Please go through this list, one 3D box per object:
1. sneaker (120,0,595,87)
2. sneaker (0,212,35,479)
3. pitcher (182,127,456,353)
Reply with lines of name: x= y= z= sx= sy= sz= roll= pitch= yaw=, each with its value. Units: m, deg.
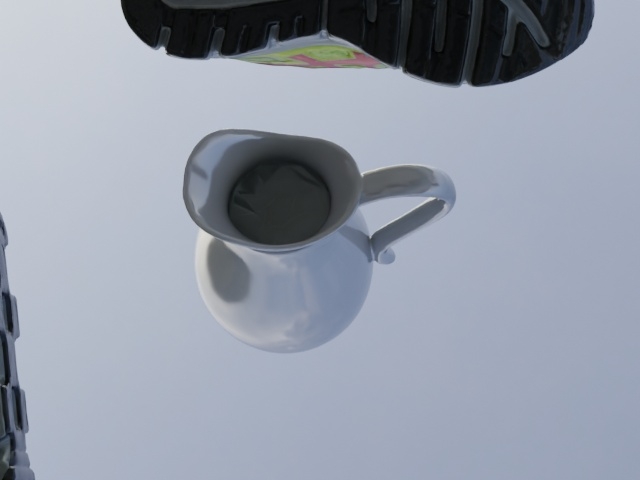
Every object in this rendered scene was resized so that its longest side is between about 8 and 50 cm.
sneaker: x=0.020 y=-0.114 z=0.849 sx=0.208 sy=0.094 sz=0.081 roll=6 pitch=-85 yaw=8
sneaker: x=-0.237 y=0.150 z=1.072 sx=0.146 sy=0.122 sz=0.330 roll=-8 pitch=-103 yaw=-3
pitcher: x=0.000 y=0.000 z=1.274 sx=0.177 sy=0.207 sz=0.125 roll=0 pitch=-112 yaw=0
